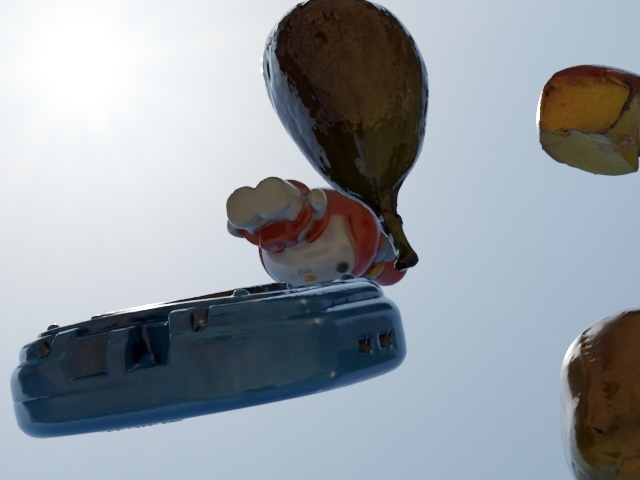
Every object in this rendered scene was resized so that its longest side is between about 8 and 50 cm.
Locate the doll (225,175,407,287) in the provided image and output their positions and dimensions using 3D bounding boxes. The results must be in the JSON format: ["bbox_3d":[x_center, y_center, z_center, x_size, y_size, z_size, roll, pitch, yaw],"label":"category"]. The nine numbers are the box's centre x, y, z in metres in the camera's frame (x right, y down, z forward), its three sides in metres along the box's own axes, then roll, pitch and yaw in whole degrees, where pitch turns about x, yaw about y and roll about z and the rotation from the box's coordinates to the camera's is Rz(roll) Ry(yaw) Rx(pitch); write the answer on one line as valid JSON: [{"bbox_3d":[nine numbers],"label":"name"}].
[{"bbox_3d":[0.000,0.000,1.926,0.161,0.290,0.130,-21,-120,26],"label":"doll"}]

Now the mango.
[{"bbox_3d":[0.306,0.156,1.540,0.166,0.136,0.236,-33,-164,40],"label":"mango"}]

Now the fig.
[{"bbox_3d":[0.042,-0.102,1.502,0.145,0.274,0.170,-16,171,-21],"label":"fig"}]

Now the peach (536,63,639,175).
[{"bbox_3d":[0.326,-0.144,1.868,0.151,0.151,0.118,-32,-130,-9],"label":"peach"}]

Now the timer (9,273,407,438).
[{"bbox_3d":[-0.104,0.109,1.499,0.340,0.115,0.309,-11,179,28],"label":"timer"}]
